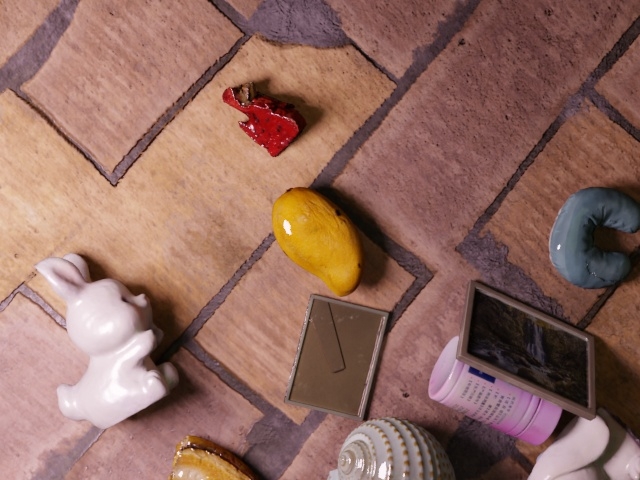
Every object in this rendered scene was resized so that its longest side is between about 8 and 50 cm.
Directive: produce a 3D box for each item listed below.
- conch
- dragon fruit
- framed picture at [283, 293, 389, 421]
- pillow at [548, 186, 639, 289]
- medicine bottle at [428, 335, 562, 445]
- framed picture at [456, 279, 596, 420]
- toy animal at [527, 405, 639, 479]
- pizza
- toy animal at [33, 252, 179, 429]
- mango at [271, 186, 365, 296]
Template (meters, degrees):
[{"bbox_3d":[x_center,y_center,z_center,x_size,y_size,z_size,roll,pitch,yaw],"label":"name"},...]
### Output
[{"bbox_3d":[0.168,0.540,1.745,0.319,0.215,0.302,28,96,-3],"label":"conch"},{"bbox_3d":[-0.126,-0.281,1.826,0.192,0.122,0.092,30,46,0],"label":"dragon fruit"},{"bbox_3d":[0.035,0.258,1.835,0.184,0.016,0.249,13,86,-4],"label":"framed picture"},{"bbox_3d":[0.621,-0.005,1.868,0.214,0.086,0.233,15,88,-10],"label":"pillow"},{"bbox_3d":[0.379,0.325,1.797,0.254,0.152,0.152,25,86,-4],"label":"medicine bottle"},{"bbox_3d":[0.450,0.232,1.797,0.324,0.020,0.240,25,42,-3],"label":"framed picture"},{"bbox_3d":[0.593,0.517,1.799,0.249,0.174,0.289,42,84,-2],"label":"toy animal"},{"bbox_3d":[-0.224,0.581,1.770,0.252,0.074,0.287,18,87,-4],"label":"pizza"},{"bbox_3d":[-0.455,0.196,1.704,0.241,0.196,0.367,-18,92,-4],"label":"toy animal"},{"bbox_3d":[-0.002,0.000,1.797,0.157,0.109,0.262,-37,97,-15],"label":"mango"}]
